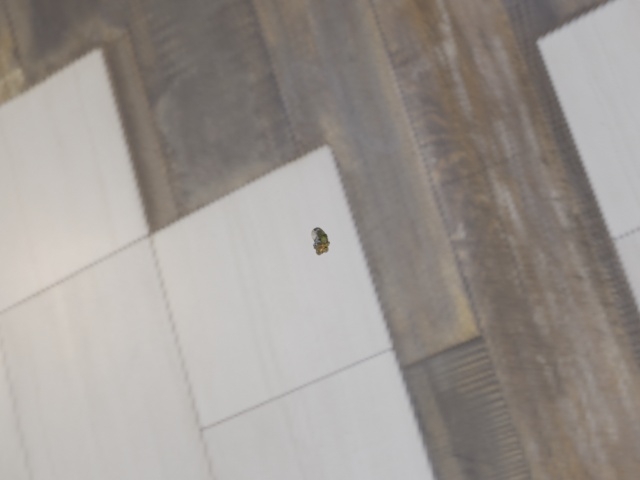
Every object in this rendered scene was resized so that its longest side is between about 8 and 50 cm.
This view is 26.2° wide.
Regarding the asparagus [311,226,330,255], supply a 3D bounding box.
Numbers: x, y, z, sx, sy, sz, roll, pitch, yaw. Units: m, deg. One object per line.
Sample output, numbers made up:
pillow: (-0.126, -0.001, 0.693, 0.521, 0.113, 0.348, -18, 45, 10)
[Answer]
asparagus: (0.000, 0.000, 1.282, 0.015, 0.127, 0.018, 37, 93, -4)
